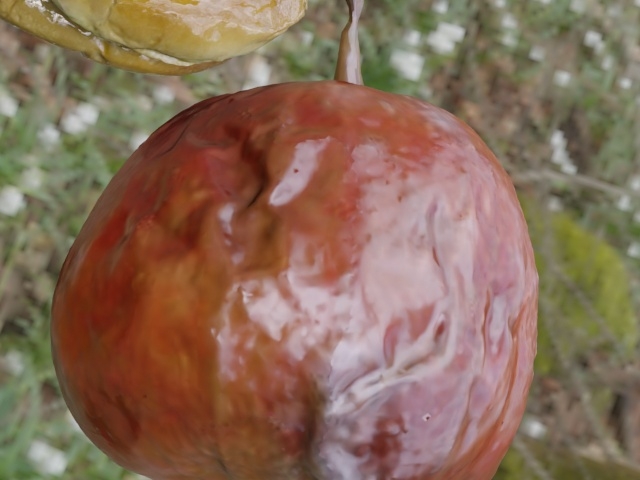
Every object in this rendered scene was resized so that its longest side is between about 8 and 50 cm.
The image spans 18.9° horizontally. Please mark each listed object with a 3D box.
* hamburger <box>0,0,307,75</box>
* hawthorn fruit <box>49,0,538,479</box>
[{"bbox_3d":[-0.137,-0.201,1.362,0.144,0.283,0.156,-46,-153,43],"label":"hamburger"},{"bbox_3d":[0.000,0.000,0.923,0.242,0.242,0.271,32,70,-68],"label":"hawthorn fruit"}]
